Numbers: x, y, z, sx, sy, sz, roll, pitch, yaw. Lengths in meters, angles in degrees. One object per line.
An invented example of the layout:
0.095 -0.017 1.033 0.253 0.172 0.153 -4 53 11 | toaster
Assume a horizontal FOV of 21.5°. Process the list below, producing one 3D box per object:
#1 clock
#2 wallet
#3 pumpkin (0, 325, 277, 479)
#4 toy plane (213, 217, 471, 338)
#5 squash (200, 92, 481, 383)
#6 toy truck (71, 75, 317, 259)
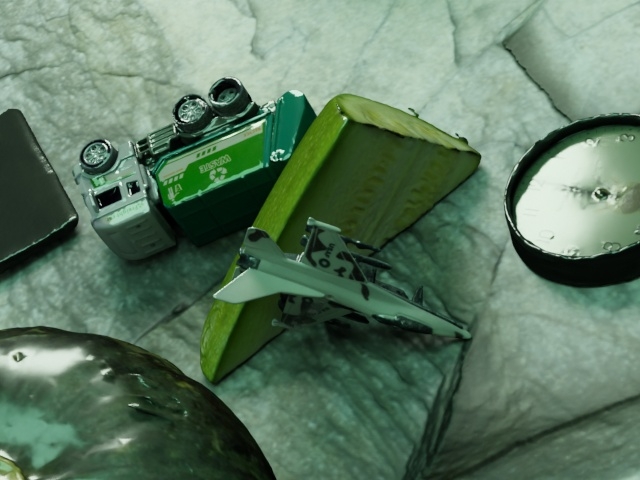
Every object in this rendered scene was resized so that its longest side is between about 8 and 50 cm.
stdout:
0.255 -0.040 1.528 0.185 0.040 0.184 -14 45 15 | clock
-0.352 -0.054 1.869 0.124 0.025 0.244 -33 42 -4 | wallet
-0.234 0.279 1.267 0.455 0.344 0.454 -3 51 4 | pumpkin
0.021 0.039 1.506 0.234 0.160 0.082 9 50 -10 | toy plane
0.000 0.000 1.632 0.111 0.203 0.288 40 111 43 | squash
-0.118 -0.072 1.707 0.253 0.114 0.124 -24 54 6 | toy truck
